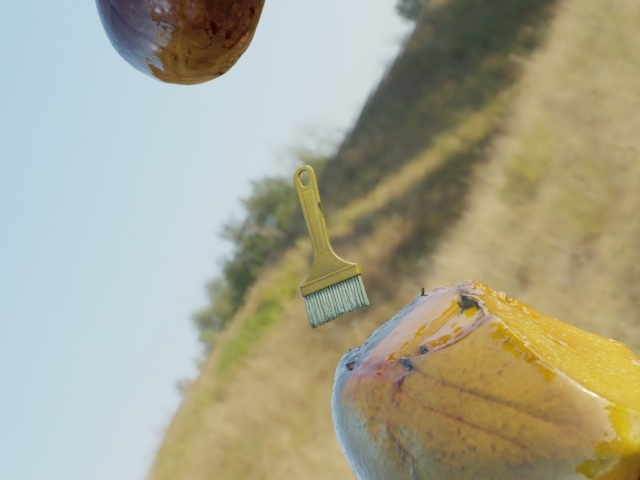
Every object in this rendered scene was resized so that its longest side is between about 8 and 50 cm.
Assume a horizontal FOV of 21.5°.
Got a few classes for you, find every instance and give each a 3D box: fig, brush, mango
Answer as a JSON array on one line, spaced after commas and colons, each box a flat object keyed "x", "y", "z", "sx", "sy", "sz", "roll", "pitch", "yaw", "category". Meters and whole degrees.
[{"x": -0.155, "y": -0.243, "z": 1.583, "sx": 0.175, "sy": 0.207, "sz": 0.175, "roll": -57, "pitch": 17, "yaw": 28, "category": "fig"}, {"x": 0.000, "y": 0.000, "z": 2.073, "sx": 0.011, "sy": 0.083, "sz": 0.205, "roll": 22, "pitch": -131, "yaw": -59, "category": "brush"}, {"x": 0.136, "y": 0.132, "z": 1.216, "sx": 0.350, "sy": 0.201, "sz": 0.199, "roll": -166, "pitch": 64, "yaw": -67, "category": "mango"}]
